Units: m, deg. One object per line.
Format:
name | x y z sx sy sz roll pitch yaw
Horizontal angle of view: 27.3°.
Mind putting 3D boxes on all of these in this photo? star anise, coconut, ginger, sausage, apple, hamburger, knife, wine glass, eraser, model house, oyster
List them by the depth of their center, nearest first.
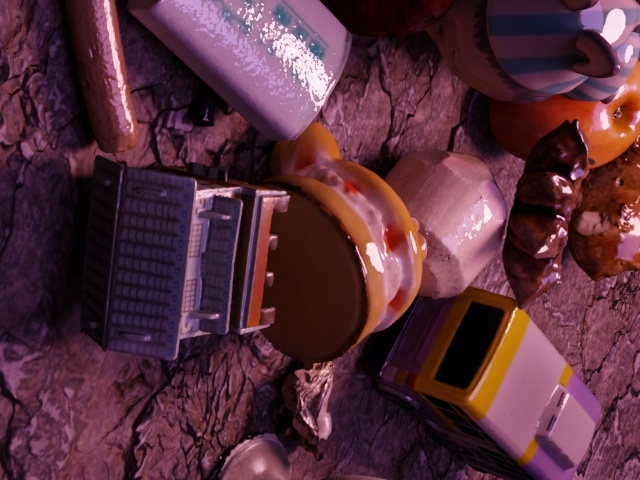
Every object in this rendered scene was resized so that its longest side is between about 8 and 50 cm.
sausage | -0.262 -0.246 1.555 0.066 0.066 0.301 -27 121 -42
model house | -0.181 0.016 1.628 0.215 0.198 0.224 -5 107 -52
eraser | -0.097 -0.279 1.684 0.290 0.104 0.189 41 70 -39
knife | -0.124 -0.259 1.748 0.060 0.028 0.230 17 84 -53
hamburger | 0.000 0.000 1.818 0.302 0.261 0.186 52 44 4
wine glass | 0.020 0.404 1.864 0.190 0.357 0.190 -22 120 -43
oyster | -0.015 0.229 2.002 0.163 0.081 0.191 75 27 -64
coconut | 0.185 -0.035 2.029 0.234 0.224 0.224 -42 131 -26
star anise | 0.349 -0.038 2.056 0.315 0.108 0.315 11 90 -81
apple | 0.420 -0.234 2.221 0.242 0.241 0.242 -23 120 -47
ginger | 0.566 -0.131 2.484 0.254 0.176 0.418 46 64 -38

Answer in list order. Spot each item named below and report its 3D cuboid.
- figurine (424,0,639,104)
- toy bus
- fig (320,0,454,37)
figurine | 0.350 -0.269 1.871 0.361 0.377 0.266 20 113 -21
toy bus | 0.295 0.253 2.220 0.440 0.249 0.209 46 66 -46
fig | 0.088 -0.383 1.806 0.224 0.224 0.263 -66 154 -11
